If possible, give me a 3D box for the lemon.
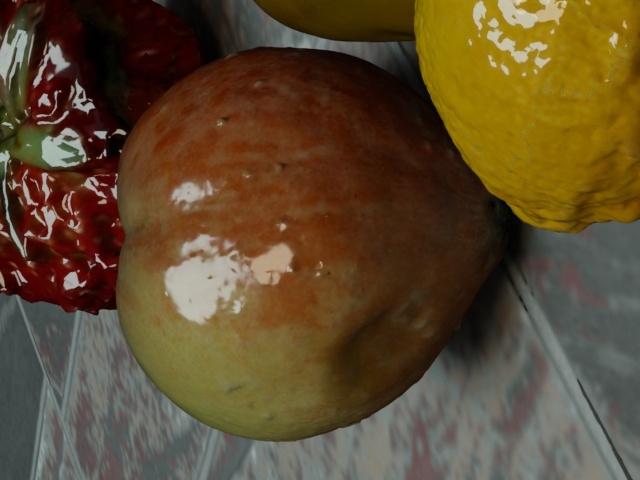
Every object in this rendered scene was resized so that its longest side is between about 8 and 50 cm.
[{"bbox_3d":[0.107,-0.082,0.766,0.187,0.142,0.142,96,153,-43],"label":"lemon"}]

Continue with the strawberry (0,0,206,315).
[{"bbox_3d":[-0.165,-0.074,1.405,0.261,0.257,0.261,4,96,40],"label":"strawberry"}]

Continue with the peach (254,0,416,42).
[{"bbox_3d":[0.031,-0.210,0.894,0.251,0.153,0.251,-20,68,62],"label":"peach"}]

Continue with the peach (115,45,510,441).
[{"bbox_3d":[0.000,0.000,1.051,0.232,0.232,0.232,168,90,-69],"label":"peach"}]
